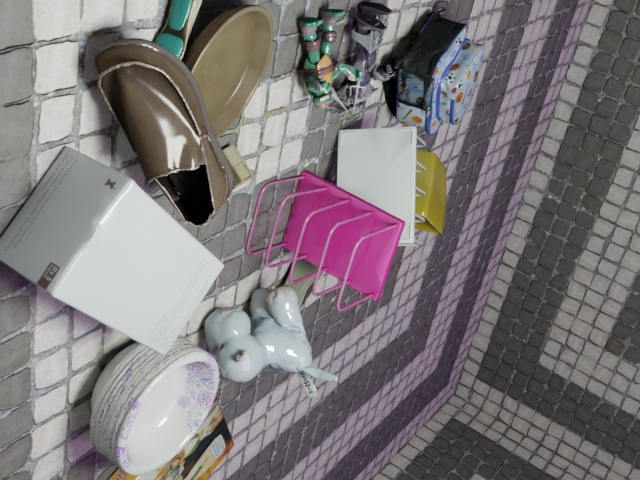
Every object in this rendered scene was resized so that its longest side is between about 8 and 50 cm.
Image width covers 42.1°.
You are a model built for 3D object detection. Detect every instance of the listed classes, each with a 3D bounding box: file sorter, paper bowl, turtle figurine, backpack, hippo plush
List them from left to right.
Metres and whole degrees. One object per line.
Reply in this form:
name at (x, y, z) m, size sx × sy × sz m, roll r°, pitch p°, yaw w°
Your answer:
paper bowl at (-0.352, 0.320, 1.693) m, size 0.284 × 0.148 × 0.284 m, roll -44°, pitch 151°, yaw -34°
hippo plush at (-0.160, 0.258, 1.932) m, size 0.236 × 0.294 × 0.234 m, roll -11°, pitch 159°, yaw -36°
file sorter at (0.000, 0.000, 1.877) m, size 0.182 × 0.290 × 0.202 m, roll -18°, pitch 130°, yaw -53°
turtle figurine at (0.012, -0.356, 1.740) m, size 0.175 × 0.118 × 0.234 m, roll -53°, pitch 142°, yaw -53°
file sorter at (0.158, -0.122, 2.053) m, size 0.173 × 0.193 × 0.278 m, roll 19°, pitch 72°, yaw -68°
backpack at (0.295, -0.410, 2.136) m, size 0.276 × 0.213 × 0.263 m, roll -51°, pitch 163°, yaw -29°

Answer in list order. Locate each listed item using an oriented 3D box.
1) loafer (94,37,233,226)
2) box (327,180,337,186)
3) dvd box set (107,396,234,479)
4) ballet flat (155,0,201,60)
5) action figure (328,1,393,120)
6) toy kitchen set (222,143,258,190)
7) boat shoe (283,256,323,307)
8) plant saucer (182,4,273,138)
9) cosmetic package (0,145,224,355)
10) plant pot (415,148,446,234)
loafer at (-0.237, -0.161, 1.334) m, size 0.366 × 0.134 × 0.130 m, roll 59°, pitch 20°, yaw -43°
box at (0.056, -0.033, 2.143) m, size 0.231 × 0.056 × 0.183 m, roll 36°, pitch 59°, yaw -65°
dvd box set at (-0.383, 0.572, 1.991) m, size 0.420 × 0.062 × 0.307 m, roll -48°, pitch 151°, yaw -29°
ballet flat at (-0.233, -0.338, 1.366) m, size 0.168 × 0.057 × 0.052 m, roll -66°, pitch 166°, yaw 9°
action figure at (0.098, -0.389, 1.895) m, size 0.185 × 0.099 × 0.285 m, roll -51°, pitch 158°, yaw -42°
toy kitchen set at (-0.175, -0.150, 1.693) m, size 0.068 × 0.075 × 0.083 m, roll -36°, pitch -176°, yaw -38°
boat shoe at (-0.052, 0.106, 2.136) m, size 0.228 × 0.081 × 0.069 m, roll -59°, pitch 179°, yaw -22°
plant saucer at (-0.177, -0.294, 1.474) m, size 0.278 × 0.041 × 0.278 m, roll -55°, pitch 167°, yaw -19°
cosmetic package at (-0.342, 0.033, 1.417) m, size 0.217 × 0.156 × 0.385 m, roll -57°, pitch 153°, yaw -12°
plant pot at (0.241, -0.150, 2.303) m, size 0.212 × 0.212 × 0.187 m, roll 31°, pitch 75°, yaw -65°
